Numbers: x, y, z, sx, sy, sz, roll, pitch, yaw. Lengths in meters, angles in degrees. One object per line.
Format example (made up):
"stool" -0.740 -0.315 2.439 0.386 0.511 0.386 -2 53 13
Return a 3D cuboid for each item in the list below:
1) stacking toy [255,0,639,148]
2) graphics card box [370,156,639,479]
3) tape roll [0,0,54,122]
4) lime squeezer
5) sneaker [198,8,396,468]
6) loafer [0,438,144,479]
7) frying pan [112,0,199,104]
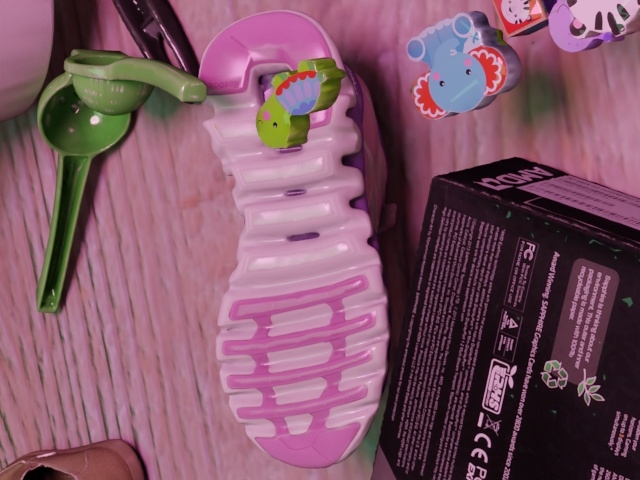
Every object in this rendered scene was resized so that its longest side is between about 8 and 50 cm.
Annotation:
"stacking toy" 0.096 -0.092 0.811 0.221 0.167 0.052 -23 86 36
"graphics card box" 0.201 0.124 0.824 0.371 0.094 0.233 20 111 30
"tape roll" -0.291 -0.163 1.036 0.246 0.169 0.246 29 130 42
"lime squeezer" -0.130 -0.064 1.012 0.310 0.058 0.110 136 147 -58
"sneaker" 0.000 0.000 0.935 0.095 0.104 0.236 -5 88 19
"loafer" -0.178 0.162 1.134 0.148 0.050 0.056 -26 84 37
"frying pan" -0.184 -0.227 1.067 0.197 0.053 0.326 -9 92 39
